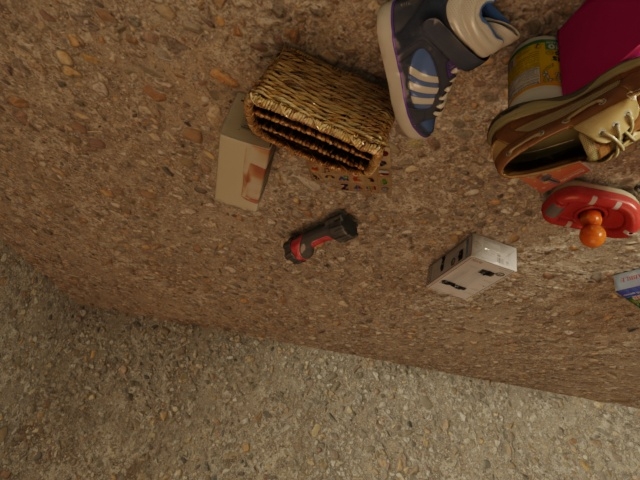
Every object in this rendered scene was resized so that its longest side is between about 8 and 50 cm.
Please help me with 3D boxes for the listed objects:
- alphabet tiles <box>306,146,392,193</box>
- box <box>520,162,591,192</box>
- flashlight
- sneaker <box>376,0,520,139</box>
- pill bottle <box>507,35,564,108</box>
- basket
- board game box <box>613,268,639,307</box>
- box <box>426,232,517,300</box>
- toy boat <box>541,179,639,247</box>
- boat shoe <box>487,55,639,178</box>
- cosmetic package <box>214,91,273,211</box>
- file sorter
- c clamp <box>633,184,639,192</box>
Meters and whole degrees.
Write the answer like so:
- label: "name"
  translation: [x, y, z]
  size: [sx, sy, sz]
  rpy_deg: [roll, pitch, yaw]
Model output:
- label: "alphabet tiles"
  translation: [0.080, -0.199, 1.354]
  size: [0.237, 0.009, 0.198]
  rpy_deg: [6, 150, 13]
- label: "box"
  translation: [0.501, -0.204, 1.095]
  size: [0.171, 0.091, 0.130]
  rpy_deg: [26, 148, -21]
- label: "flashlight"
  translation: [0.000, 0.000, 1.642]
  size: [0.103, 0.103, 0.304]
  rpy_deg: [4, 163, -44]
- label: "sneaker"
  translation: [0.258, -0.330, 0.931]
  size: [0.236, 0.130, 0.322]
  rpy_deg: [2, 144, 27]
- label: "pill bottle"
  translation: [0.411, -0.269, 0.897]
  size: [0.118, 0.208, 0.117]
  rpy_deg: [10, 150, 6]
- label: "basket"
  translation: [-0.009, -0.237, 1.049]
  size: [0.299, 0.223, 0.213]
  rpy_deg: [22, 141, -2]
- label: "board game box"
  translation: [1.152, 0.154, 1.484]
  size: [0.318, 0.065, 0.319]
  rpy_deg: [27, 148, -24]
- label: "box"
  translation: [0.499, 0.096, 1.621]
  size: [0.169, 0.087, 0.290]
  rpy_deg: [18, 150, -9]
- label: "toy boat"
  translation: [0.691, -0.050, 1.226]
  size: [0.231, 0.151, 0.151]
  rpy_deg: [12, 151, 2]
- label: "boat shoe"
  translation: [0.421, -0.170, 0.735]
  size: [0.324, 0.119, 0.123]
  rpy_deg: [-17, 137, 37]
- label: "cosmetic package"
  translation: [-0.193, -0.223, 1.277]
  size: [0.129, 0.153, 0.296]
  rpy_deg: [18, 152, -6]
- label: "file sorter"
  translation: [0.548, -0.335, 0.739]
  size: [0.182, 0.202, 0.290]
  rpy_deg: [18, 150, -11]
- label: "c clamp"
  translation: [0.808, -0.152, 1.141]
  size: [0.137, 0.022, 0.160]
  rpy_deg: [4, 148, 5]
